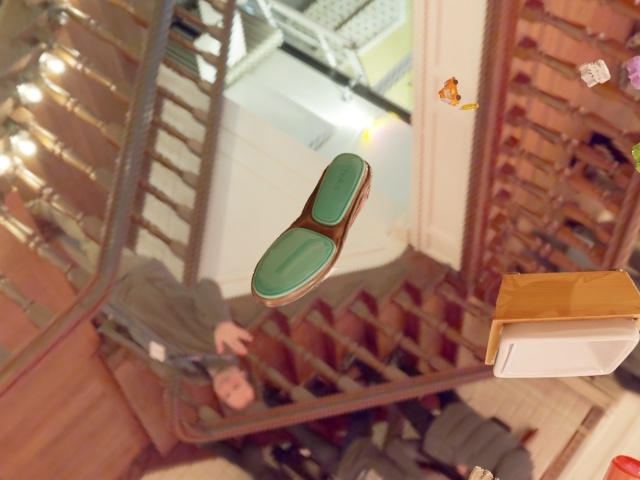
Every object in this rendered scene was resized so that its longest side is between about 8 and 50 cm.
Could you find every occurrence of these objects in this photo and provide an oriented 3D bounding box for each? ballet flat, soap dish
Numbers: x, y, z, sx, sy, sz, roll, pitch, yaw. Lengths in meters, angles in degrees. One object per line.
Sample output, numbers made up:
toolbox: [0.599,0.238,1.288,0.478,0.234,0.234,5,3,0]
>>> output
ballet flat: [0.000,0.000,1.319,0.280,0.095,0.096,-55,156,-25]
soap dish: [0.385,0.138,1.484,0.291,0.229,0.118,70,18,-68]

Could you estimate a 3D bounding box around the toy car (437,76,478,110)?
toy car: [0.263,-0.286,1.791,0.041,0.122,0.060,-10,105,-13]

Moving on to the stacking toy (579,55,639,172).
stacking toy: [0.525,-0.232,1.464,0.052,0.221,0.167,-18,170,-33]

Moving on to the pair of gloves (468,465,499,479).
pair of gloves: [0.228,0.449,1.349,0.204,0.042,0.240,-52,132,-4]

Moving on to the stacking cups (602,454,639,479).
stacking cups: [0.422,0.483,1.416,0.096,0.096,0.316,-12,121,-58]
